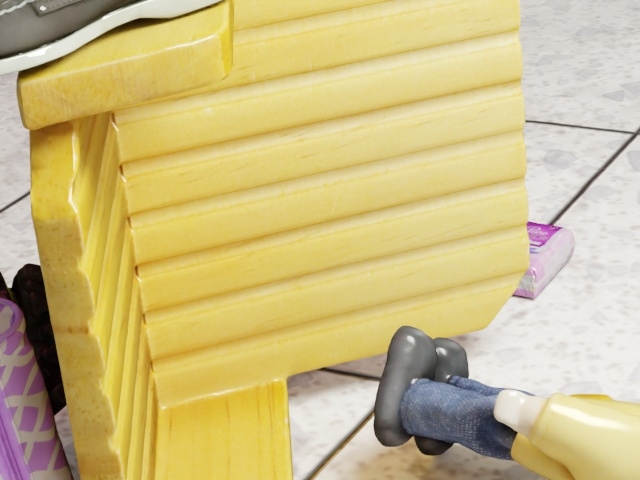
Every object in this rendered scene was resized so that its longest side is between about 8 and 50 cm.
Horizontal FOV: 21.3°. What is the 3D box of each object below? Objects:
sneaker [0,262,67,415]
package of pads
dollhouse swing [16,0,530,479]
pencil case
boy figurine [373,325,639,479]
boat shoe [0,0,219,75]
[{"bbox_3d":[-0.292,0.158,1.094,0.343,0.146,0.134,-34,80,-28],"label":"sneaker"},{"bbox_3d":[0.168,0.015,1.371,0.050,0.032,0.083,12,30,27],"label":"package of pads"},{"bbox_3d":[0.000,0.000,1.072,0.305,0.347,0.315,-5,25,-1],"label":"dollhouse swing"},{"bbox_3d":[-0.187,0.132,1.003,0.086,0.206,0.088,-30,28,-30],"label":"pencil case"},{"bbox_3d":[0.171,0.115,1.041,0.285,0.092,0.177,5,-9,36],"label":"boy figurine"},{"bbox_3d":[-0.141,-0.143,0.912,0.227,0.069,0.081,-27,32,-37],"label":"boat shoe"}]
